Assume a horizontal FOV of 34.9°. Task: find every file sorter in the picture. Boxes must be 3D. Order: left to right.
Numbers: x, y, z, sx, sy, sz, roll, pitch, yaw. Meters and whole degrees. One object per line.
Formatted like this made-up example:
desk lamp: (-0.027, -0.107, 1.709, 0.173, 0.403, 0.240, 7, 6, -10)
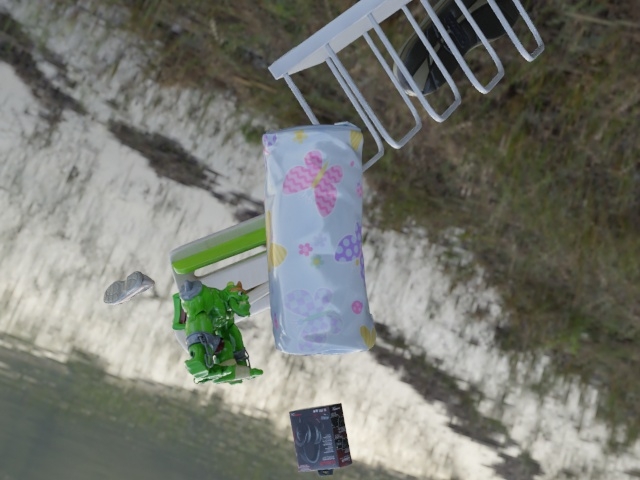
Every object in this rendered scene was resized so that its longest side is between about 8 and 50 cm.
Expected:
file sorter: (0.119, -0.232, 1.267, 0.277, 0.193, 0.173, -32, 95, 24)

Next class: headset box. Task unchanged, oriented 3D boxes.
headset box: (0.001, 0.244, 1.238, 0.062, 0.083, 0.032, -13, 172, 34)

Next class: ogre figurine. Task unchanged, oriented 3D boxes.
ogre figurine: (-0.129, 0.111, 1.220, 0.096, 0.118, 0.197, -19, 166, 27)

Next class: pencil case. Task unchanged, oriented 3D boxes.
pencil case: (0.000, 0.000, 1.171, 0.124, 0.273, 0.113, -5, -179, -13)

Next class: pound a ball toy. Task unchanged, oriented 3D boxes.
pound a ball toy: (-0.096, 0.076, 1.609, 0.208, 0.319, 0.136, 47, 155, 53)

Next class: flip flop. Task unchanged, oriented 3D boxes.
flip flop: (0.197, -0.315, 1.527, 0.112, 0.277, 0.080, 53, 157, -23)

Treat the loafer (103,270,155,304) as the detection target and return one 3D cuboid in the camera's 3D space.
loafer: (-0.343, 0.091, 1.820, 0.039, 0.045, 0.125, 23, 147, -34)
